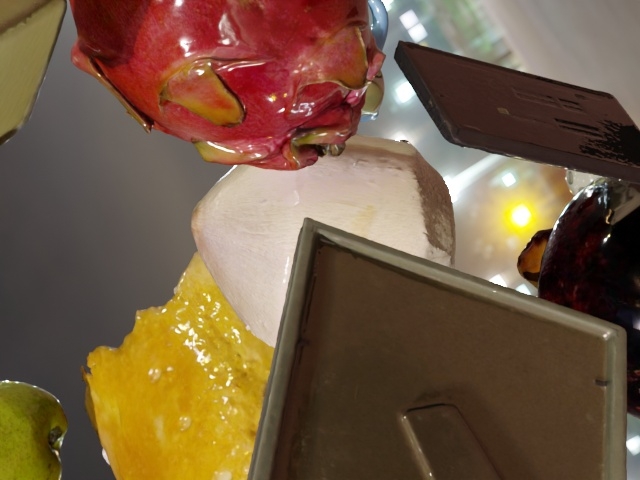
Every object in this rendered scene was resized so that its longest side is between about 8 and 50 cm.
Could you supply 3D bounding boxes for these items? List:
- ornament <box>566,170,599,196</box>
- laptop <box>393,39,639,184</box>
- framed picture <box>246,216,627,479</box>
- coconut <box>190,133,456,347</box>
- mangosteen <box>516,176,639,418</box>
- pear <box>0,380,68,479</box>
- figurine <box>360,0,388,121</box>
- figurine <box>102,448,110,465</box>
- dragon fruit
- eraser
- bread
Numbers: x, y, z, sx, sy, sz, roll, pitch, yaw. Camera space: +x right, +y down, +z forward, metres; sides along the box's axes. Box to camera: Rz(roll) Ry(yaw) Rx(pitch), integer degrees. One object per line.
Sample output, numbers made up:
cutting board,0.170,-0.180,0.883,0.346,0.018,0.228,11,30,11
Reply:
ornament,0.364,-0.052,2.043,0.156,0.075,0.081,40,150,-9
laptop,0.157,-0.090,1.235,0.197,0.016,0.135,9,-149,-25
framed picture,0.076,0.135,1.037,0.240,0.020,0.324,19,-136,-9
coconut,0.000,0.000,1.564,0.224,0.234,0.224,176,90,-83
mangosteen,0.275,0.046,1.435,0.228,0.228,0.265,57,144,-6
pear,-0.367,0.241,1.819,0.187,0.219,0.187,55,160,33
figurine,-0.006,-0.238,2.142,0.154,0.180,0.262,23,-175,34
figurine,-0.219,0.268,2.250,0.054,0.129,0.072,64,-154,-25
dragon fruit,-0.082,-0.204,1.335,0.250,0.250,0.315,-9,-91,-82
eraser,-0.234,-0.101,1.109,0.058,0.117,0.172,27,-152,5
bread,-0.071,0.202,1.837,0.250,0.361,0.394,11,-141,-45
